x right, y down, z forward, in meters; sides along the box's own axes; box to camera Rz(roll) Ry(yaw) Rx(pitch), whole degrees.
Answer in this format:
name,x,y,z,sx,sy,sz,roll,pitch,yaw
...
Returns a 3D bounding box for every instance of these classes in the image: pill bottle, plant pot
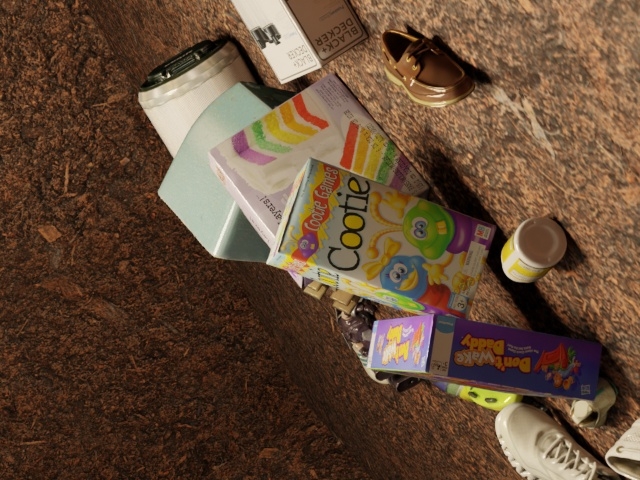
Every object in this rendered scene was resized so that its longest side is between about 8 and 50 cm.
name,x,y,z,sx,sy,sz,roll,pitch,yaw
pill bottle,0.262,0.016,1.408,0.065,0.065,0.116,54,168,10
plant pot,-0.091,-0.127,1.939,0.247,0.248,0.252,43,118,47

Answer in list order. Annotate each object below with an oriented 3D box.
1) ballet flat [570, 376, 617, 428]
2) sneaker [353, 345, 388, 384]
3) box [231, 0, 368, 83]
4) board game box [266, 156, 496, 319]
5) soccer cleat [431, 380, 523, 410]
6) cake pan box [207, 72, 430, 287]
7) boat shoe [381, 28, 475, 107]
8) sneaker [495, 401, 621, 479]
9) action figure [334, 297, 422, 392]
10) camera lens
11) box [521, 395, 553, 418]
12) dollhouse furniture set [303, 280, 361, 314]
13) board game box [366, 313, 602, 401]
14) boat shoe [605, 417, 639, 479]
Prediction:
name,x,y,z,sx,sy,sz,roll,pitch,yaw
ballet flat,0.372,0.232,1.579,0.057,0.052,0.168,51,168,24
sneaker,0.119,0.273,2.700,0.161,0.057,0.075,55,174,18
box,-0.068,-0.373,1.585,0.290,0.087,0.169,58,161,-12
board game box,0.081,0.007,1.587,0.275,0.142,0.144,20,170,-5
soccer cleat,0.284,0.240,1.940,0.121,0.093,0.289,28,173,-20
cake pan box,-0.001,-0.092,1.730,0.267,0.246,0.070,53,168,18
boat shoe,0.121,-0.210,1.363,0.178,0.064,0.060,44,165,55
sneaker,0.395,0.358,1.740,0.292,0.110,0.118,45,159,10
action figure,0.115,0.222,2.507,0.285,0.099,0.185,48,174,49
camera lens,-0.210,-0.242,2.229,0.274,0.219,0.219,60,168,-18
box,0.361,0.294,1.874,0.067,0.018,0.083,61,168,-23
dollhouse furniture set,0.000,0.000,2.361,0.242,0.161,0.212,26,156,23
board game box,0.219,0.167,1.613,0.347,0.233,0.078,149,131,-79
boat shoe,0.444,0.297,1.354,0.098,0.096,0.277,60,168,-16
